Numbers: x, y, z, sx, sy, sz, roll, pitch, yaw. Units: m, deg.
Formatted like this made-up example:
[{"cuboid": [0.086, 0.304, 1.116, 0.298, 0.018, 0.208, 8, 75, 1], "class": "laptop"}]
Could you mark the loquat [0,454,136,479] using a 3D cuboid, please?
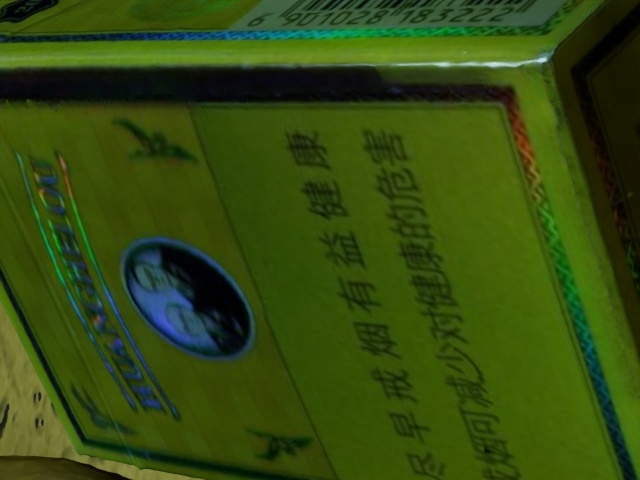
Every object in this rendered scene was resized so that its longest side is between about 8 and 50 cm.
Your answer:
[{"cuboid": [-0.093, 0.166, 0.560, 0.208, 0.208, 0.208, -25, 60, 52], "class": "loquat"}]

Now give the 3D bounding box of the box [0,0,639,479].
[{"cuboid": [0.000, 0.000, 0.479, 0.220, 0.064, 0.141, 6, 128, 41], "class": "box"}]
